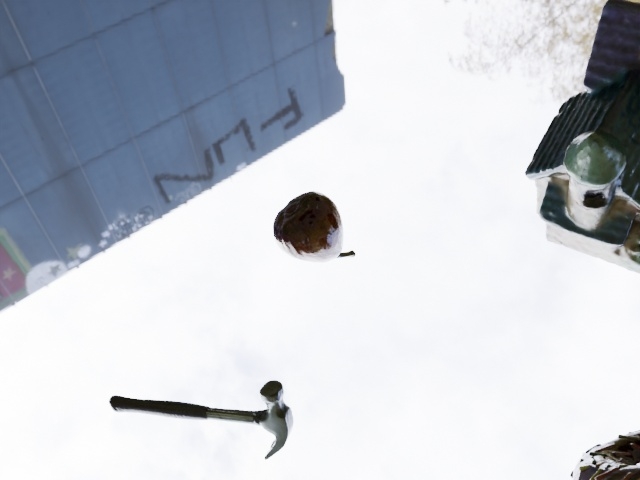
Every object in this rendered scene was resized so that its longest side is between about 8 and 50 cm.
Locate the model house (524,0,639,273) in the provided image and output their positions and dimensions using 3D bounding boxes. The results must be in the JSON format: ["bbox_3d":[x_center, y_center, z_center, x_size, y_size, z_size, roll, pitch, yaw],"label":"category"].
[{"bbox_3d":[0.427,-0.148,0.860,0.245,0.280,0.312,26,-107,27],"label":"model house"}]

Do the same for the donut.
[{"bbox_3d":[0.385,0.262,0.736,0.230,0.216,0.096,-19,-97,9],"label":"donut"}]

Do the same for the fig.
[{"bbox_3d":[0.000,0.000,0.850,0.088,0.125,0.089,-27,-143,23],"label":"fig"}]

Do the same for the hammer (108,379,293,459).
[{"bbox_3d":[-0.149,0.213,0.816,0.246,0.103,0.029,-2,-152,21],"label":"hammer"}]
